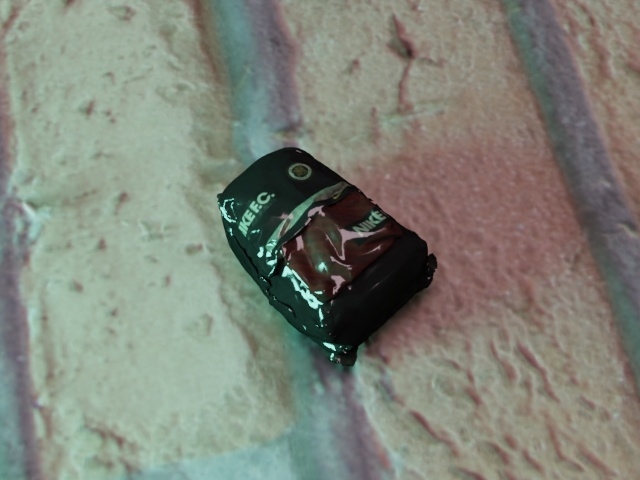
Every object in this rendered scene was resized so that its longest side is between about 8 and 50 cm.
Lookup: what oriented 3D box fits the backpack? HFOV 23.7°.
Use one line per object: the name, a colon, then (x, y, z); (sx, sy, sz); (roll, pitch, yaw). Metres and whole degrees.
backpack: (-0.004, 0.001, 1.171); (0.165, 0.106, 0.120); (39, 72, 21)
